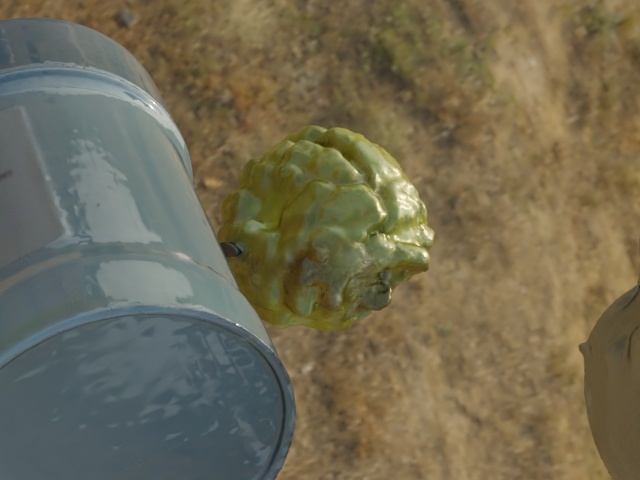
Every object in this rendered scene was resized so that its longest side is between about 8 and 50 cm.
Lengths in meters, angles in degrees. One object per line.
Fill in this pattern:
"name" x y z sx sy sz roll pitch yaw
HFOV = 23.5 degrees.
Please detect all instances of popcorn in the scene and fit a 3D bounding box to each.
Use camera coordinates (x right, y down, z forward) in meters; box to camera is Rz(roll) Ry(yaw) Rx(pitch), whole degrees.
"popcorn" -0.005 -0.003 1.195 0.142 0.173 0.173 8 62 -76

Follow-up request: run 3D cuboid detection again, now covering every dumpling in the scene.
"dumpling" 0.303 0.115 1.235 0.163 0.204 0.293 8 56 -7

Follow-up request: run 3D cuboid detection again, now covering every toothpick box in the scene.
"toothpick box" -0.077 0.012 0.464 0.101 0.101 0.153 24 24 -34
